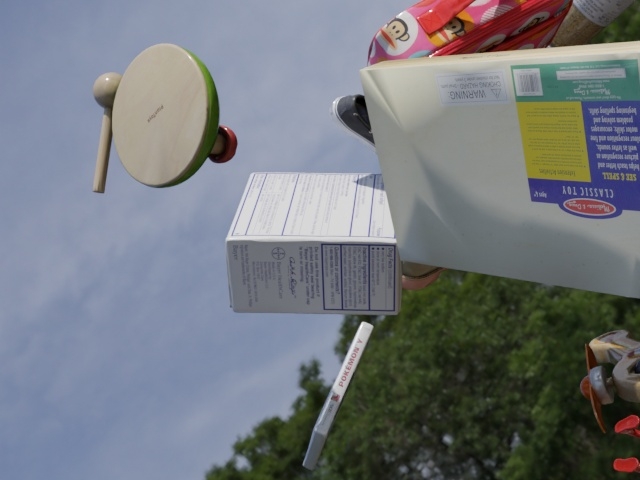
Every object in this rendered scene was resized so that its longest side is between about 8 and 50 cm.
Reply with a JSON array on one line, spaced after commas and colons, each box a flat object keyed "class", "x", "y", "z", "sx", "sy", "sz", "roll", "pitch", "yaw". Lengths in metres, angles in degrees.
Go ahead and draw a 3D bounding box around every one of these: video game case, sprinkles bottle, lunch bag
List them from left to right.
[{"class": "video game case", "x": 0.025, "y": 0.239, "z": 1.383, "sx": 0.201, "sy": 0.023, "sz": 0.183, "roll": 103, "pitch": -168, "yaw": -62}, {"class": "lunch bag", "x": 0.208, "y": -0.293, "z": 1.286, "sx": 0.293, "sy": 0.120, "sz": 0.258, "roll": -29, "pitch": -12, "yaw": -10}, {"class": "sprinkles bottle", "x": 0.502, "y": -0.450, "z": 1.601, "sx": 0.121, "sy": 0.121, "sz": 0.355, "roll": -22, "pitch": -16, "yaw": -47}]

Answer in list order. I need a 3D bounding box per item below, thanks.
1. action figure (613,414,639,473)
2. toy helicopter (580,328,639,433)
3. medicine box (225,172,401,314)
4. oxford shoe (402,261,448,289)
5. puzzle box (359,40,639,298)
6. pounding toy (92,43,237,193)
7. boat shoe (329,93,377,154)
[{"class": "action figure", "x": 0.557, "y": 0.308, "z": 1.240, "sx": 0.139, "sy": 0.280, "sz": 0.091, "roll": 142, "pitch": 143, "yaw": -60}, {"class": "toy helicopter", "x": 0.520, "y": 0.208, "z": 1.515, "sx": 0.235, "sy": 0.140, "sz": 0.355, "roll": -26, "pitch": 3, "yaw": -1}, {"class": "medicine box", "x": 0.000, "y": 0.000, "z": 1.598, "sx": 0.263, "sy": 0.289, "sz": 0.149, "roll": -78, "pitch": -12, "yaw": -61}, {"class": "oxford shoe", "x": 0.321, "y": -0.012, "z": 2.326, "sx": 0.397, "sy": 0.140, "sz": 0.146, "roll": -36, "pitch": -32, "yaw": -47}, {"class": "puzzle box", "x": 0.227, "y": -0.084, "z": 1.067, "sx": 0.052, "sy": 0.409, "sz": 0.272, "roll": -27, "pitch": -67, "yaw": -35}, {"class": "pounding toy", "x": -0.194, "y": -0.155, "z": 1.211, "sx": 0.110, "sy": 0.237, "sz": 0.183, "roll": 2, "pitch": -96, "yaw": -50}, {"class": "boat shoe", "x": 0.125, "y": -0.199, "z": 1.628, "sx": 0.228, "sy": 0.076, "sz": 0.080, "roll": 29, "pitch": -114, "yaw": -29}]
